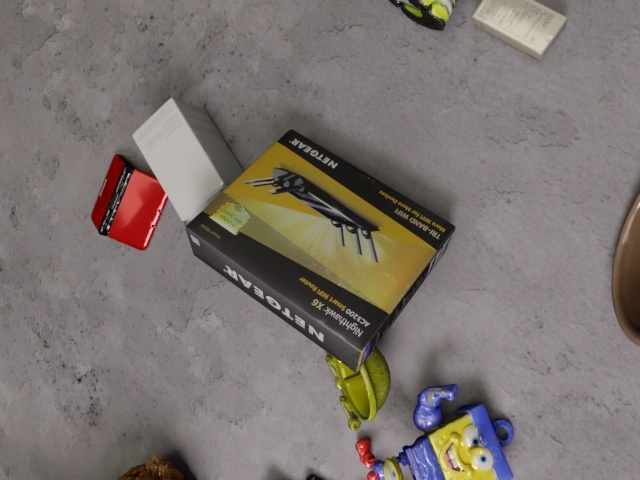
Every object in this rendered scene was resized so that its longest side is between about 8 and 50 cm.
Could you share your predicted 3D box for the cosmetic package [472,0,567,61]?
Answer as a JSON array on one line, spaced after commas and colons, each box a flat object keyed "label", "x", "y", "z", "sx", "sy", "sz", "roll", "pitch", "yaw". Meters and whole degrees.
[{"label": "cosmetic package", "x": 0.281, "y": -0.310, "z": 0.776, "sx": 0.115, "sy": 0.041, "sz": 0.060, "roll": 39, "pitch": 104, "yaw": 16}]

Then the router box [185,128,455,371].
[{"label": "router box", "x": 0.000, "y": 0.000, "z": 0.803, "sx": 0.308, "sy": 0.081, "sz": 0.243, "roll": 33, "pitch": 62, "yaw": 17}]

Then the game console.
[{"label": "game console", "x": -0.366, "y": -0.074, "z": 1.051, "sx": 0.124, "sy": 0.085, "sz": 0.144, "roll": 38, "pitch": 106, "yaw": 48}]

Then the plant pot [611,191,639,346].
[{"label": "plant pot", "x": 0.503, "y": 0.031, "z": 0.609, "sx": 0.229, "sy": 0.263, "sz": 0.263, "roll": 18, "pitch": 98, "yaw": 2}]

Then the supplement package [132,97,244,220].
[{"label": "supplement package", "x": -0.218, "y": -0.134, "z": 0.942, "sx": 0.105, "sy": 0.105, "sz": 0.179, "roll": -36, "pitch": 78, "yaw": 18}]

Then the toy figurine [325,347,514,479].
[{"label": "toy figurine", "x": 0.170, "y": 0.290, "z": 0.812, "sx": 0.217, "sy": 0.191, "sz": 0.363, "roll": -17, "pitch": 74, "yaw": -10}]

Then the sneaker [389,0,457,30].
[{"label": "sneaker", "x": 0.107, "y": -0.447, "z": 0.820, "sx": 0.300, "sy": 0.111, "sz": 0.121, "roll": 44, "pitch": 96, "yaw": 9}]

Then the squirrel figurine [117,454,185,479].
[{"label": "squirrel figurine", "x": -0.382, "y": 0.553, "z": 0.881, "sx": 0.281, "sy": 0.370, "sz": 0.397, "roll": 42, "pitch": 105, "yaw": 16}]

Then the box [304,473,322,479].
[{"label": "box", "x": 0.032, "y": 0.475, "z": 0.900, "sx": 0.162, "sy": 0.029, "sz": 0.116, "roll": 21, "pitch": 100, "yaw": 18}]
